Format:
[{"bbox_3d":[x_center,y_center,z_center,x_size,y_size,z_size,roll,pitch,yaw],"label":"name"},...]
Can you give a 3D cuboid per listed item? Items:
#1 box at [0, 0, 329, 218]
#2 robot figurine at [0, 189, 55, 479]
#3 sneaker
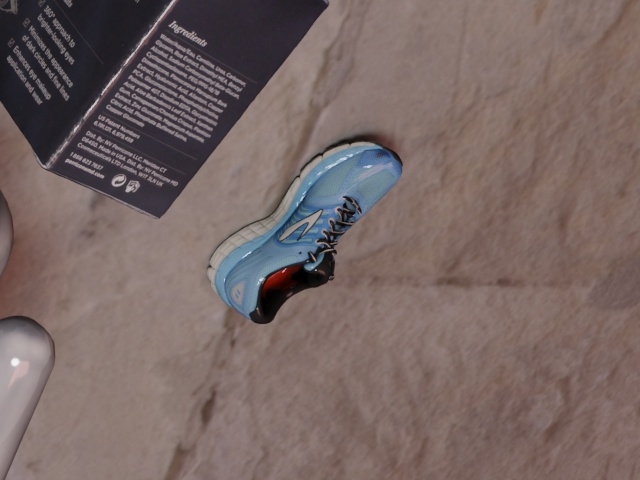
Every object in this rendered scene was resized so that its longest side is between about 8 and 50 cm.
[{"bbox_3d":[-0.105,-0.125,0.913,0.093,0.156,0.158,26,108,-46],"label":"box"},{"bbox_3d":[-0.298,0.046,0.893,0.300,0.200,0.353,26,113,-4],"label":"robot figurine"},{"bbox_3d":[0.000,0.000,1.154,0.162,0.073,0.063,-44,137,5],"label":"sneaker"}]
